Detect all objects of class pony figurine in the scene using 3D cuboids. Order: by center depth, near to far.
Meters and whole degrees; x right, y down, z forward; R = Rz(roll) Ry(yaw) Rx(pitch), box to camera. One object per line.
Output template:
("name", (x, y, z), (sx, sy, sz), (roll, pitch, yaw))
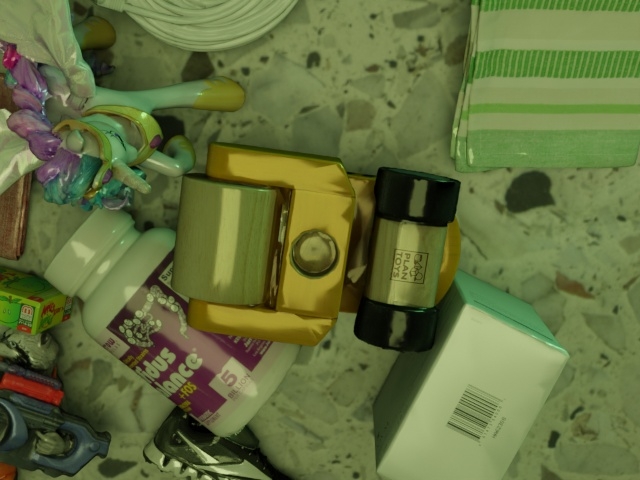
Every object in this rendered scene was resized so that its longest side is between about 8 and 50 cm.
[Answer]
("pony figurine", (-0.285, -0.161, 1.066), (0.350, 0.363, 0.303), (27, 111, 5))

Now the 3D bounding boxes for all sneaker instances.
("sneaker", (-0.110, 0.286, 1.295), (0.234, 0.078, 0.106), (25, 102, -2))

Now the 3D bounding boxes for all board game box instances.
("board game box", (-0.412, 0.064, 1.231), (0.181, 0.092, 0.043), (15, 102, 11))

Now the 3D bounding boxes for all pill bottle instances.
("pill bottle", (-0.185, 0.091, 1.214), (0.301, 0.169, 0.169), (39, 98, -6))

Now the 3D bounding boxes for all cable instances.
("cable", (-0.135, -0.356, 1.175), (0.257, 0.089, 0.257), (28, 99, -5))

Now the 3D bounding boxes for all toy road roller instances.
("toy road roller", (0.000, 0.000, 1.155), (0.329, 0.240, 0.203), (7, 99, -5))

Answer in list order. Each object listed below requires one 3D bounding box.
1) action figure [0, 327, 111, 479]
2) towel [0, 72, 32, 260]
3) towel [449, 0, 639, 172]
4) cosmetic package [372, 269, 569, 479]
("action figure", (-0.463, 0.226, 1.244), (0.341, 0.178, 0.330), (36, 94, -31))
("towel", (-0.528, -0.117, 1.250), (0.328, 0.037, 0.237), (11, 102, 0))
("towel", (0.287, -0.230, 1.150), (0.247, 0.038, 0.325), (-2, 121, -7))
("cosmetic package", (0.170, 0.174, 1.197), (0.138, 0.225, 0.224), (26, 99, -2))
